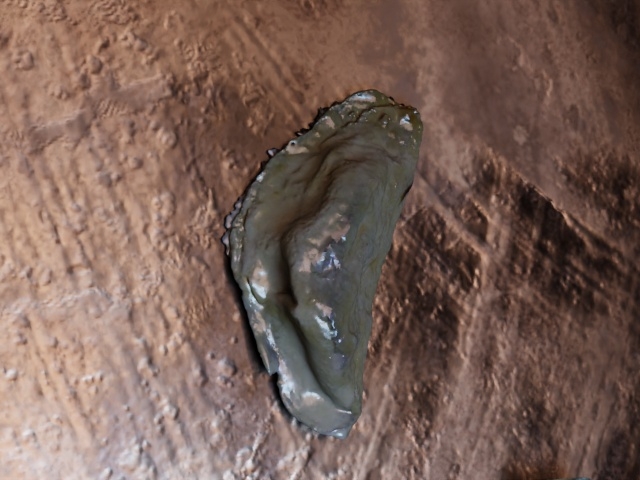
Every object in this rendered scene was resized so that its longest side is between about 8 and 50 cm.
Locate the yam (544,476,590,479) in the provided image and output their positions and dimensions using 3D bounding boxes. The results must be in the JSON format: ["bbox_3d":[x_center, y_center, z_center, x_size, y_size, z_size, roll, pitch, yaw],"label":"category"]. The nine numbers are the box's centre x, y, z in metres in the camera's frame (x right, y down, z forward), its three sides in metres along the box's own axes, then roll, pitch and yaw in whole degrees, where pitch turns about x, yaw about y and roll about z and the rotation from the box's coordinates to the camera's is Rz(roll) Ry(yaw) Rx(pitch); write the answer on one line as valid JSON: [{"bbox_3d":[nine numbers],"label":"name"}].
[{"bbox_3d":[0.243,0.302,1.594,0.078,0.078,0.179,-18,88,-26],"label":"yam"}]

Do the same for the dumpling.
[{"bbox_3d":[0.005,0.000,1.524,0.166,0.086,0.332,19,71,-24],"label":"dumpling"}]
